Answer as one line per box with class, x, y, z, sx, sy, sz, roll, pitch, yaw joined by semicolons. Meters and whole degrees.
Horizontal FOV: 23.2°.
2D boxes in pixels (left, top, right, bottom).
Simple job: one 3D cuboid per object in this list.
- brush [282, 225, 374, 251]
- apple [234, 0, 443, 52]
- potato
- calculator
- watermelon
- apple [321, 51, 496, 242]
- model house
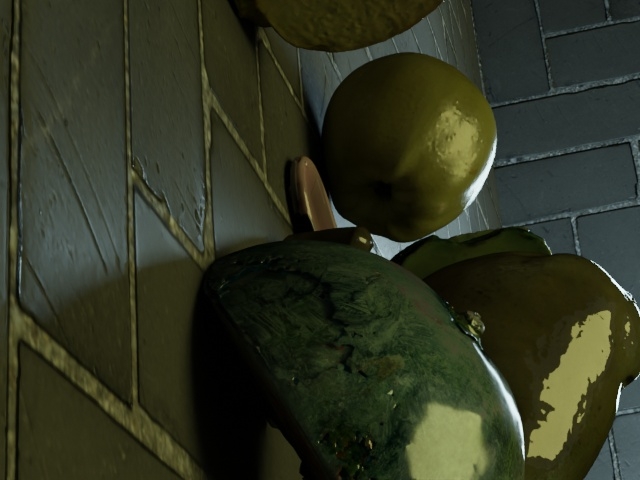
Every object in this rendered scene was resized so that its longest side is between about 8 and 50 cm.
brush;0.020;0.138;1.340;0.071;0.084;0.301;-31;115;-74
apple;-0.013;-0.320;1.323;0.252;0.314;0.309;-52;145;-12
potato;0.157;0.140;1.482;0.326;0.243;0.221;-52;133;-33
calculator;0.000;0.000;1.466;0.103;0.024;0.166;-75;151;-66
watermelon;0.042;0.086;1.104;0.322;0.175;0.188;53;-13;41
apple;0.090;-0.097;1.610;0.200;0.200;0.200;-11;90;-79
model house;0.142;0.064;1.699;0.189;0.214;0.195;-100;176;-75
